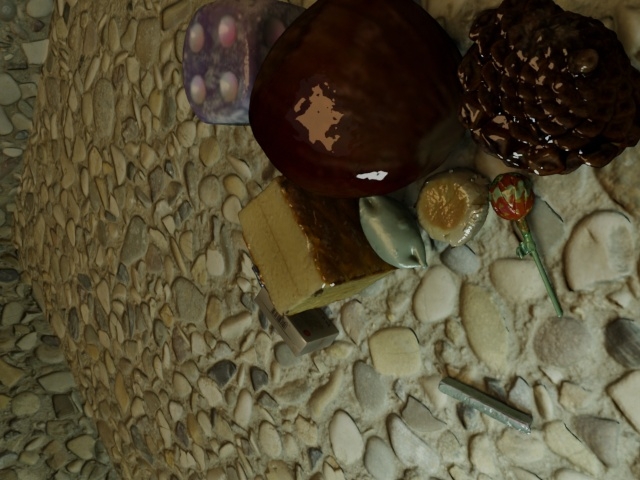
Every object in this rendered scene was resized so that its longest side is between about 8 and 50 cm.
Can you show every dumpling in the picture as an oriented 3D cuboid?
[{"bbox_3d":[0.164,-0.024,1.129,0.216,0.149,0.105,54,130,19],"label":"dumpling"}]

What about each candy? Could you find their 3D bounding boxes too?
[{"bbox_3d":[0.393,0.007,0.989,0.078,0.084,0.287,-22,91,45],"label":"candy"}]

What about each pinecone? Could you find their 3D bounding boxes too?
[{"bbox_3d":[0.345,-0.233,0.832,0.298,0.296,0.242,44,114,4],"label":"pinecone"}]

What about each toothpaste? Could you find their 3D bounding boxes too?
[{"bbox_3d":[-0.184,0.103,1.576,0.027,0.019,0.083,-36,75,23],"label":"toothpaste"}]

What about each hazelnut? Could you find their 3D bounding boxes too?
[{"bbox_3d":[0.081,-0.265,1.013,0.420,0.421,0.352,54,160,23],"label":"hazelnut"}]

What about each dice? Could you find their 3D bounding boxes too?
[{"bbox_3d":[-0.152,-0.414,1.281,0.270,0.270,0.271,11,105,42],"label":"dice"}]

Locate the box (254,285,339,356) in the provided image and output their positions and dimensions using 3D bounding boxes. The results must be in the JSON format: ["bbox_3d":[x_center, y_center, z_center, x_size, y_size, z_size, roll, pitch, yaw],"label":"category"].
[{"bbox_3d":[-0.063,0.199,1.392,0.201,0.141,0.058,48,121,25],"label":"box"}]

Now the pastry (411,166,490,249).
[{"bbox_3d":[0.266,-0.070,1.068,0.166,0.088,0.165,10,105,44],"label":"pastry"}]

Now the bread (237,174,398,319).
[{"bbox_3d":[0.000,0.000,1.203,0.207,0.279,0.279,-40,73,41],"label":"bread"}]

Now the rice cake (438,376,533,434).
[{"bbox_3d":[0.341,0.340,1.106,0.208,0.033,0.033,20,121,39],"label":"rice cake"}]
